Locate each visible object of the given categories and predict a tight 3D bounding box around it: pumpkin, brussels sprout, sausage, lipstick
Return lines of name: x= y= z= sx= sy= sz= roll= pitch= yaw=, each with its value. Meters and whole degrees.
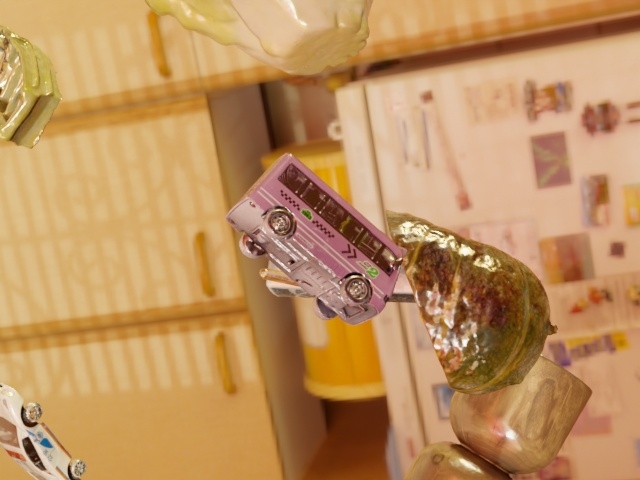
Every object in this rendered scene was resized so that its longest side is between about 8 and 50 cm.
pumpkin: x=0.194 y=0.052 z=1.395 sx=0.111 sy=0.163 sz=0.278 roll=41 pitch=-152 yaw=-75
brussels sprout: x=-0.074 y=-0.321 z=1.174 sx=0.274 sy=0.242 sz=0.316 roll=32 pitch=-149 yaw=-39
sausage: x=-0.046 y=0.046 z=1.357 sx=0.100 sy=0.015 sz=0.015 roll=16 pitch=-114 yaw=-56
lipstick: x=0.060 y=0.054 z=1.698 sx=0.077 sy=0.289 sz=0.076 roll=48 pitch=-133 yaw=-68

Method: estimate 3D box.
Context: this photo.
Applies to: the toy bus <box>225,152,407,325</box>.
toy bus: x=0.000 y=0.000 z=1.107 sx=0.178 sy=0.087 sz=0.098 roll=41 pitch=-119 yaw=-8

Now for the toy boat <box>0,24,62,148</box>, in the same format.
toy boat: x=-0.435 y=-0.221 z=1.576 sx=0.084 sy=0.111 sz=0.276 roll=26 pitch=-164 yaw=-34

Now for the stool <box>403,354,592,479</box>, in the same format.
stool: x=0.267 y=0.294 z=1.641 sx=0.264 sy=0.179 sz=0.179 roll=-58 pitch=-24 yaw=-6

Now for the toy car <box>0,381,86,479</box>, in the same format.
toy car: x=-0.392 y=0.269 z=1.474 sx=0.056 sy=0.095 sz=0.205 roll=-52 pitch=-50 yaw=-33
